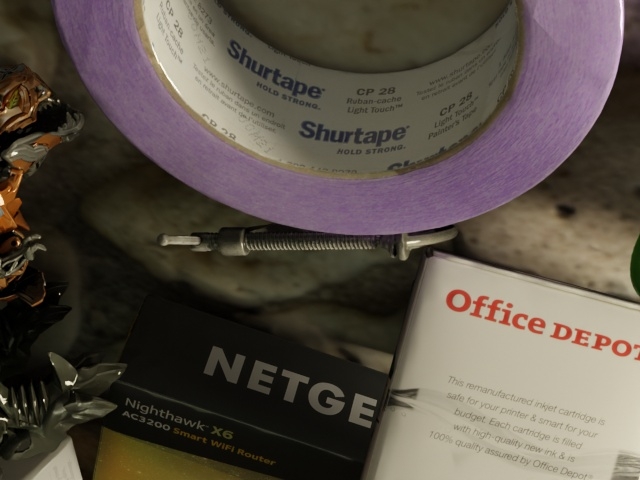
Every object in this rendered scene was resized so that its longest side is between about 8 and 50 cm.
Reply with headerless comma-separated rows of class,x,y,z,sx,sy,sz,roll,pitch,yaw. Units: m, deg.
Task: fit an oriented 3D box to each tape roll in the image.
tape roll,0.010,-0.127,0.595,0.275,0.090,0.274,8,138,7

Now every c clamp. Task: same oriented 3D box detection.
c clamp,0.000,0.000,0.717,0.161,0.137,0.022,-1,93,11

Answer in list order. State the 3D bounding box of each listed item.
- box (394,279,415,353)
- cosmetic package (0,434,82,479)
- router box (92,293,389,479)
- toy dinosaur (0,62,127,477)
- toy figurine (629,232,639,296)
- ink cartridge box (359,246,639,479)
box,0.088,0.068,0.820,0.067,0.018,0.083,13,135,5
cosmetic package,-0.294,0.168,0.934,0.231,0.085,0.117,22,137,24
router box,-0.014,0.184,0.907,0.309,0.081,0.243,18,140,-1
toy dinosaur,-0.261,0.039,0.767,0.322,0.164,0.218,-36,130,18
toy figurine,0.291,0.026,0.669,0.159,0.130,0.173,26,157,-22
ink cartridge box,0.113,0.127,0.740,0.160,0.092,0.219,16,95,2
